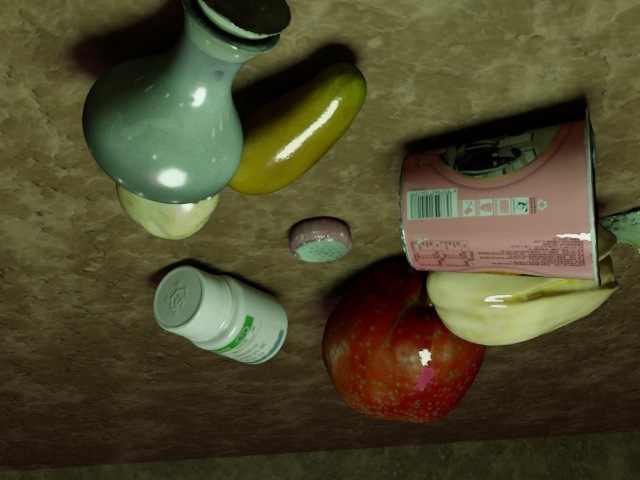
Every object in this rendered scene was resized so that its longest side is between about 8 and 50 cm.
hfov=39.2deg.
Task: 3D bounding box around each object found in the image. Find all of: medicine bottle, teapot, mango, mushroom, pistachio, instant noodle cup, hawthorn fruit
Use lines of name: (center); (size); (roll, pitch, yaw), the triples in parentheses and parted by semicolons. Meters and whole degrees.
medicine bottle: (-0.174, 0.132, 1.584); (0.139, 0.139, 0.237); (-19, 154, 27)
teapot: (-0.135, -0.164, 0.939); (0.183, 0.183, 0.251); (10, 139, -30)
mango: (-0.031, -0.133, 1.074); (0.227, 0.099, 0.136); (-36, 179, 31)
mushroom: (-0.198, -0.070, 1.173); (0.148, 0.112, 0.148); (21, 134, 24)
pistachio: (0.313, 0.045, 1.404); (0.321, 0.229, 0.238); (-11, -162, -22)
instant noodle cup: (0.245, -0.049, 1.216); (0.255, 0.244, 0.244); (-4, 157, 18)
hawthorn fruit: (0.156, 0.160, 1.582); (0.285, 0.284, 0.369); (0, 146, -12)

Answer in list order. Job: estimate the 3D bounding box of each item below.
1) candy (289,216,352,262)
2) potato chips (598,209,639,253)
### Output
candy: (0.000, 0.000, 1.450); (0.103, 0.043, 0.103); (-2, 156, -1)
potato chips: (0.577, -0.005, 1.497); (0.228, 0.059, 0.167); (31, 134, 16)
